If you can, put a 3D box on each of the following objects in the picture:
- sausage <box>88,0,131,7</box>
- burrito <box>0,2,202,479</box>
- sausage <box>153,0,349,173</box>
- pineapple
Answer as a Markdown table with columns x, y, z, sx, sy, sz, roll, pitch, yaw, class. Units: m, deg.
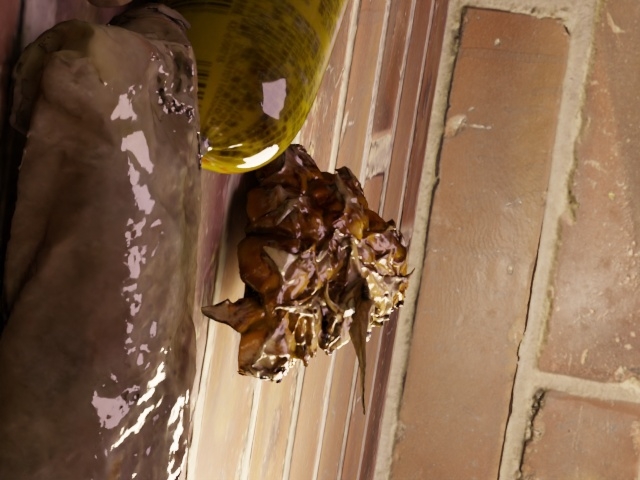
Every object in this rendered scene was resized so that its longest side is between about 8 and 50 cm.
| x | y | z | sx | sy | sz | roll | pitch | yaw | class |
| --- | --- | --- | --- | --- | --- | --- | --- | --- | --- |
| -0.082 | -0.230 | 0.912 | 0.301 | 0.065 | 0.066 | -67 | 164 | -48 | sausage |
| -0.122 | 0.035 | 0.847 | 0.175 | 0.107 | 0.348 | -5 | 103 | -66 | burrito |
| -0.041 | -0.173 | 1.020 | 0.123 | 0.123 | 0.347 | 88 | 16 | -51 | sausage |
| 0.006 | 0.001 | 1.362 | 0.334 | 0.158 | 0.161 | -60 | 158 | -62 | pineapple |
